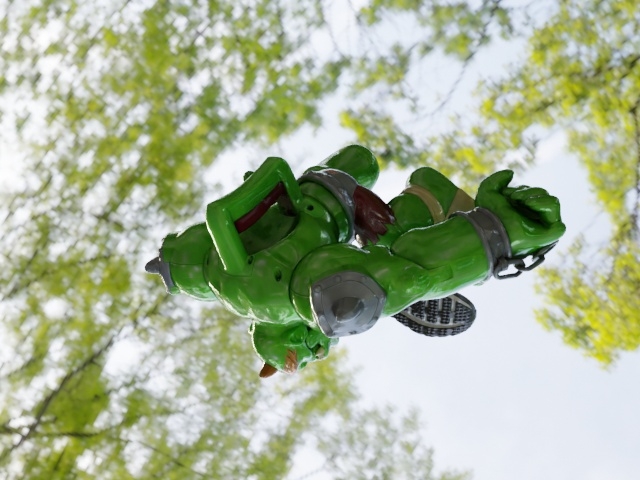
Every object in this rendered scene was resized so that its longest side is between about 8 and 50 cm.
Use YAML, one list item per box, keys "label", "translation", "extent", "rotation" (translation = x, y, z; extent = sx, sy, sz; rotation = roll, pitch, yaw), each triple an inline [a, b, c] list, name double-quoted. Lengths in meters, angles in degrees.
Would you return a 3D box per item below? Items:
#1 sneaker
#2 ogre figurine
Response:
- label: "sneaker"
  translation: [0.053, 0.031, 0.744]
  extent: [0.109, 0.040, 0.043]
  rotation: [17, -144, 8]
- label: "ogre figurine"
  translation: [0.000, 0.000, 0.522]
  extent: [0.197, 0.096, 0.118]
  rotation: [30, -137, 35]
